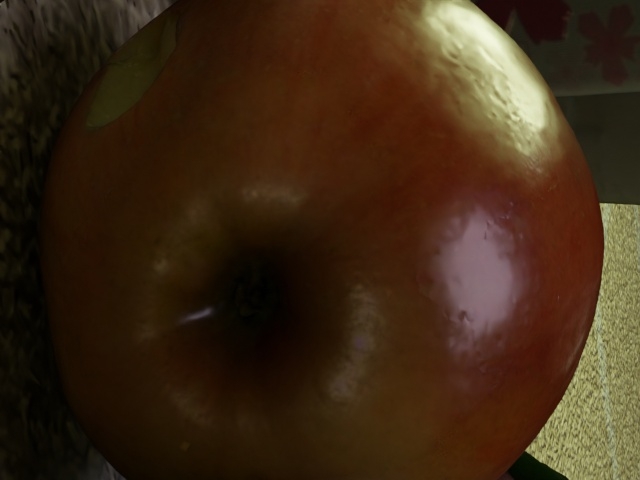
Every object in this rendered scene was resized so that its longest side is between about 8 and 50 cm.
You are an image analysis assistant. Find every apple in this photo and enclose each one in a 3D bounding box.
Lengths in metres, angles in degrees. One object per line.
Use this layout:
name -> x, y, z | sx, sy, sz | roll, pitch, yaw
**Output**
apple -> 0.000, 0.000, 0.765 | 0.241, 0.242, 0.242 | -51, 136, -68

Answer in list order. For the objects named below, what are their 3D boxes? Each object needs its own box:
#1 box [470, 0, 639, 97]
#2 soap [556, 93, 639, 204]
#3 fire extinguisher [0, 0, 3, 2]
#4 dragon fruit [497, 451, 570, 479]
box -> 0.169, -0.182, 1.145 | 0.112, 0.369, 0.190 | -12, 98, -59
soap -> 0.270, -0.201, 1.381 | 0.213, 0.435, 0.350 | -69, 156, -43
fire extinguisher -> -0.112, -0.145, 0.723 | 0.035, 0.049, 0.173 | 84, 13, -55
dragon fruit -> 0.038, 0.239, 0.942 | 0.293, 0.234, 0.234 | -63, 150, -33
